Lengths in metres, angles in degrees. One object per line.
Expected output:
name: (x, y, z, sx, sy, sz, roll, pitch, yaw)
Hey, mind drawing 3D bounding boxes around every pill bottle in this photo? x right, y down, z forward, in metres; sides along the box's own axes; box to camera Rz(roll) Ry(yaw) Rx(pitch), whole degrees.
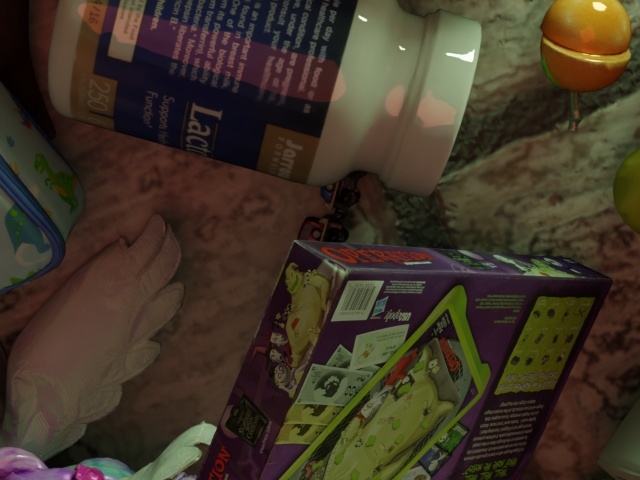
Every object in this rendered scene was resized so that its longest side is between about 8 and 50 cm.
pill bottle: (-0.036, -0.123, 0.904, 0.264, 0.153, 0.153, 15, 104, -1)

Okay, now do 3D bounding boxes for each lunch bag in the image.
lunch bag: (-0.292, -0.027, 0.930, 0.219, 0.090, 0.176, -21, 121, 23)

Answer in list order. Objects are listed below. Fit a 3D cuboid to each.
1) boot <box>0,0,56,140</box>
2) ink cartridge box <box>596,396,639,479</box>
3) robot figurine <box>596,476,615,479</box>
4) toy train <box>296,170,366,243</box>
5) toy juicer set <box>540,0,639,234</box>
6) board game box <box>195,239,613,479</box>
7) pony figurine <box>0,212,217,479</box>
boot: (-0.228, -0.165, 0.945, 0.248, 0.090, 0.207, -21, 121, 2)
ink cartridge box: (0.373, 0.167, 0.953, 0.278, 0.117, 0.201, 39, 82, -7)
robot figurine: (0.243, 0.220, 1.022, 0.115, 0.067, 0.101, 17, 95, -3)
toy train: (0.000, 0.000, 0.999, 0.036, 0.027, 0.158, 19, 104, 8)
toy juicer set: (0.293, -0.168, 0.928, 0.329, 0.089, 0.209, -38, 83, -7)
board game box: (0.062, 0.105, 0.882, 0.056, 0.347, 0.208, 26, 102, 34)
pony figurine: (-0.182, 0.200, 0.945, 0.351, 0.303, 0.363, -32, 118, 9)
